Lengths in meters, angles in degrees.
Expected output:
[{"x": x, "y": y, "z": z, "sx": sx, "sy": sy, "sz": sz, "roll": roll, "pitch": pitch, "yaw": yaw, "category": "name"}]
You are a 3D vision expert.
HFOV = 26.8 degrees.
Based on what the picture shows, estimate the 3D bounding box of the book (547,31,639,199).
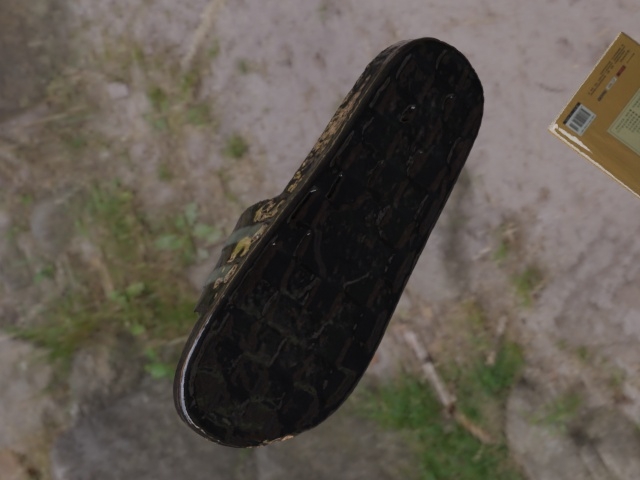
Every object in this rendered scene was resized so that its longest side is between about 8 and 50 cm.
[{"x": 0.316, "y": -0.101, "z": 1.267, "sx": 0.172, "sy": 0.012, "sz": 0.118, "roll": 40, "pitch": 104, "yaw": 14, "category": "book"}]

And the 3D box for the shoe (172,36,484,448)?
[{"x": 0.000, "y": 0.000, "z": 0.529, "sx": 0.071, "sy": 0.179, "sz": 0.049, "roll": 37, "pitch": 168, "yaw": -28, "category": "shoe"}]
